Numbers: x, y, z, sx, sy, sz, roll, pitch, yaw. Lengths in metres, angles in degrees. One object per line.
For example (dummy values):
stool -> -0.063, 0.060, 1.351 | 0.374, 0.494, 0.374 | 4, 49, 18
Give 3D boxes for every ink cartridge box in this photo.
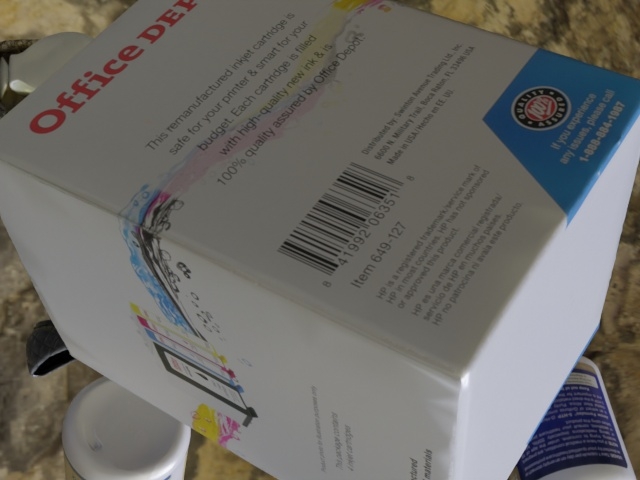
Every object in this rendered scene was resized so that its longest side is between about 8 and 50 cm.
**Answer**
ink cartridge box -> 0.000, 0.000, 0.467 | 0.233, 0.168, 0.171 | 25, -124, 24

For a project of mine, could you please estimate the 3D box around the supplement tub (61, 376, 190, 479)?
supplement tub -> -0.234, 0.263, 1.203 | 0.144, 0.144, 0.199 | 49, -31, 22

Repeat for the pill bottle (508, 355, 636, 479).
pill bottle -> 0.228, 0.208, 0.922 | 0.112, 0.112, 0.186 | -28, -134, 22

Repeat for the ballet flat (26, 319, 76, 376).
ballet flat -> -0.179, 0.090, 0.868 | 0.173, 0.057, 0.049 | -8, -109, 24

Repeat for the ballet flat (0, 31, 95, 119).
ballet flat -> -0.161, -0.158, 1.056 | 0.483, 0.182, 0.163 | 0, -107, 11
